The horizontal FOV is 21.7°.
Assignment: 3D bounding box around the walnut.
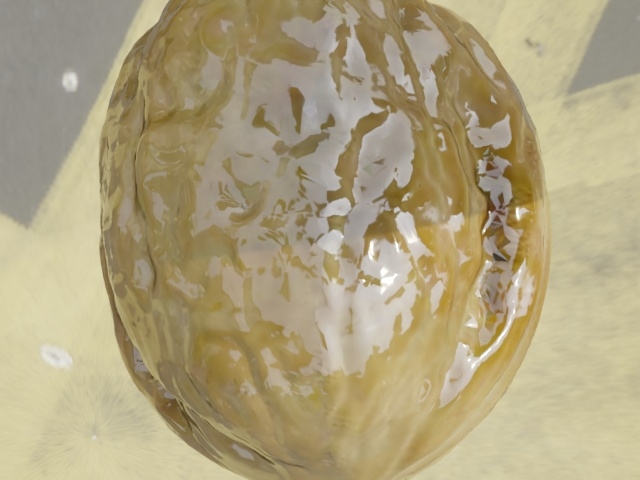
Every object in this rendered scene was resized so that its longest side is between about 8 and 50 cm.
[{"bbox_3d":[0.000,0.000,0.558,0.155,0.155,0.184,0,75,-8],"label":"walnut"}]
